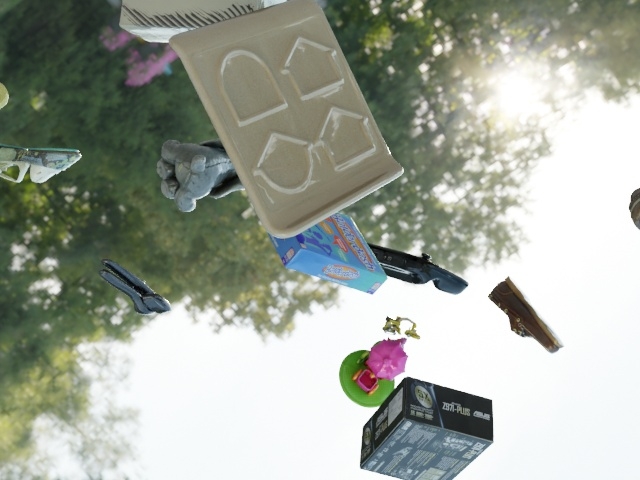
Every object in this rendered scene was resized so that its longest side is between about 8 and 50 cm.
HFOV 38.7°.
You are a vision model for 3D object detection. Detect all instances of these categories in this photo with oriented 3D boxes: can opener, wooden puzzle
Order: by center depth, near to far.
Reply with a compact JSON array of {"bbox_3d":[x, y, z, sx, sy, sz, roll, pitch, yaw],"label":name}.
[{"bbox_3d":[-0.054,-0.200,1.453,0.322,0.347,0.081,-31,-177,-43],"label":"wooden puzzle"},{"bbox_3d":[-0.376,0.091,1.820,0.073,0.186,0.059,-22,-135,23],"label":"can opener"}]

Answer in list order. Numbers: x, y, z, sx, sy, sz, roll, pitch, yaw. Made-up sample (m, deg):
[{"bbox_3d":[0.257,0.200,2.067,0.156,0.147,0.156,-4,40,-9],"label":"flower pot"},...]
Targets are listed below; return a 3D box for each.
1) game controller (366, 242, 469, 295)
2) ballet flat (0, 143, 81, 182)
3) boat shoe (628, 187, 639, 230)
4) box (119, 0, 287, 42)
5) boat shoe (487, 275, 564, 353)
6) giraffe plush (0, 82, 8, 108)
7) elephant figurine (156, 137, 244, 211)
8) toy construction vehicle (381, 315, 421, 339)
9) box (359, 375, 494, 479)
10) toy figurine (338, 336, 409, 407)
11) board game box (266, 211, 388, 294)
[{"bbox_3d":[0.161,0.047,1.873,0.319,0.167,0.067,17,-89,58],"label":"game controller"},{"bbox_3d":[-0.480,-0.126,1.498,0.189,0.070,0.070,6,-145,19],"label":"ballet flat"},{"bbox_3d":[0.655,-0.019,1.608,0.095,0.258,0.095,-50,-164,25],"label":"boat shoe"},{"bbox_3d":[-0.206,-0.403,1.599,0.275,0.094,0.113,6,177,23],"label":"box"},{"bbox_3d":[0.428,0.167,1.908,0.073,0.073,0.207,-43,-134,12],"label":"boat shoe"},{"bbox_3d":[-0.494,-0.164,1.121,0.170,0.210,0.181,-63,162,-11],"label":"giraffe plush"},{"bbox_3d":[-0.230,-0.168,2.035,0.240,0.169,0.186,-14,-139,-37],"label":"elephant figurine"},{"bbox_3d":[0.196,0.209,2.224,0.086,0.098,0.035,-121,-133,-76],"label":"toy construction vehicle"},{"bbox_3d":[0.161,0.299,1.405,0.180,0.148,0.077,119,-16,-47],"label":"box"},{"bbox_3d":[0.138,0.248,1.888,0.173,0.130,0.159,-44,176,-33],"label":"toy figurine"},{"bbox_3d":[0.000,0.000,1.511,0.047,0.210,0.160,-48,-132,21],"label":"board game box"}]
